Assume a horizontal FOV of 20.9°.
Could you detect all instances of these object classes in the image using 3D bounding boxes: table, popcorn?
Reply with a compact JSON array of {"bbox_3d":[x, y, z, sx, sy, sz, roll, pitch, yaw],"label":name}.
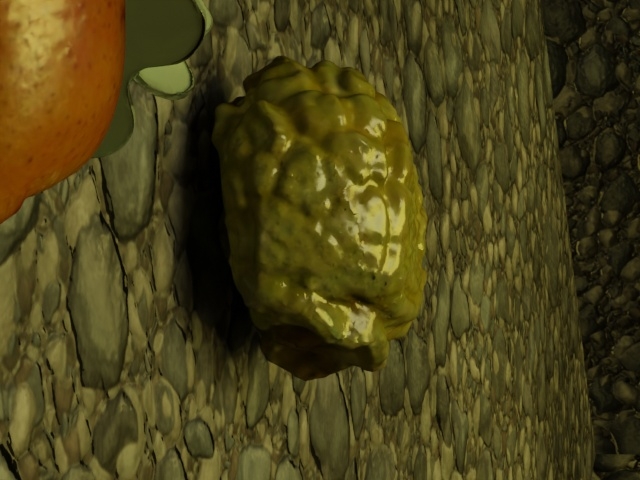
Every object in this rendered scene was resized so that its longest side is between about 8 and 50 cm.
[{"bbox_3d":[-0.136,-0.173,1.050,0.198,0.166,0.166,-81,161,-54],"label":"table"},{"bbox_3d":[0.000,0.000,1.410,0.225,0.173,0.286,-85,170,-60],"label":"popcorn"}]

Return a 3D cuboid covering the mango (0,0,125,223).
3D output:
[{"bbox_3d":[-0.205,-0.178,0.789,0.201,0.199,0.350,-154,-134,-75],"label":"mango"}]
